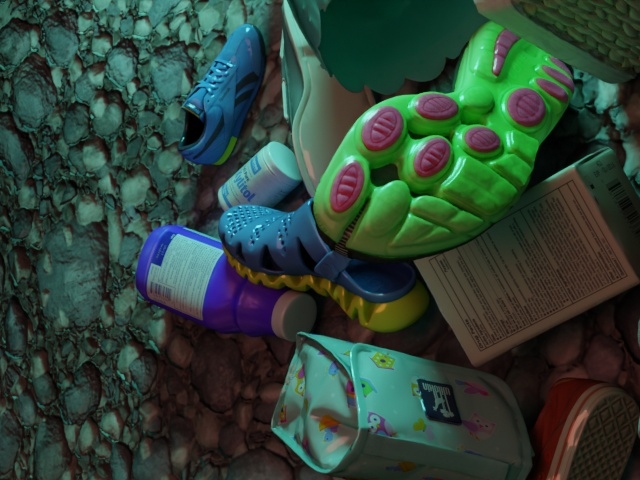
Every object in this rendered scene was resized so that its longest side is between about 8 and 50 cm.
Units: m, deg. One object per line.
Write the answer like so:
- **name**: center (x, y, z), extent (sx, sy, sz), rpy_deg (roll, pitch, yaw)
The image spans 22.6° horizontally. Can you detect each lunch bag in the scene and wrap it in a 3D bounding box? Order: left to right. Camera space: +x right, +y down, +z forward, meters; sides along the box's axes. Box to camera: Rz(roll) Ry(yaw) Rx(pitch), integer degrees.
- **lunch bag**: center (0.093, 0.206, 1.803), extent (0.262, 0.223, 0.160), rpy_deg (-161, 87, -69)

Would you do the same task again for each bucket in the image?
- **bucket**: center (0.081, -0.339, 1.957), extent (0.281, 0.281, 0.183), rpy_deg (-49, 51, 21)

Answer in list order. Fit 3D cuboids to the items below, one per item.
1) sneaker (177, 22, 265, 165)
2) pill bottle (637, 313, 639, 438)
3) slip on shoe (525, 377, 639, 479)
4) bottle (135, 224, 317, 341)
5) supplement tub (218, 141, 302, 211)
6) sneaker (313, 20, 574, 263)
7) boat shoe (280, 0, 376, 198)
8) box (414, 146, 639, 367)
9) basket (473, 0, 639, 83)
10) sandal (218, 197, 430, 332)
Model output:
- **sneaker**: center (-0.141, -0.207, 2.230), extent (0.069, 0.082, 0.209), rpy_deg (24, 95, 42)
- **pill bottle**: center (0.426, 0.035, 1.583), extent (0.204, 0.204, 0.361), rpy_deg (-1, 67, 40)
- **slip on shoe**: center (0.249, 0.304, 1.788), extent (0.101, 0.123, 0.331), rpy_deg (30, 100, 58)
- **bottle**: center (-0.127, 0.064, 2.154), extent (0.283, 0.092, 0.118), rpy_deg (19, 93, 40)
- **supplement tub**: center (-0.080, -0.075, 2.158), extent (0.107, 0.071, 0.071), rpy_deg (-42, 57, 26)
- **sneaker**: center (0.135, -0.080, 1.776), extent (0.185, 0.483, 0.202), rpy_deg (42, 128, 8)
- **boat shoe**: center (0.006, -0.185, 2.115), extent (0.099, 0.116, 0.320), rpy_deg (126, 136, -76)
- **box**: center (0.249, 0.018, 1.800), extent (0.232, 0.127, 0.149), rpy_deg (-30, 88, 32)
- **basket**: center (0.336, -0.380, 1.707), extent (0.266, 0.331, 0.328), rpy_deg (-13, 73, 35)
- **sandal**: center (0.000, 0.000, 2.018), extent (0.317, 0.126, 0.138), rpy_deg (17, 131, 34)
